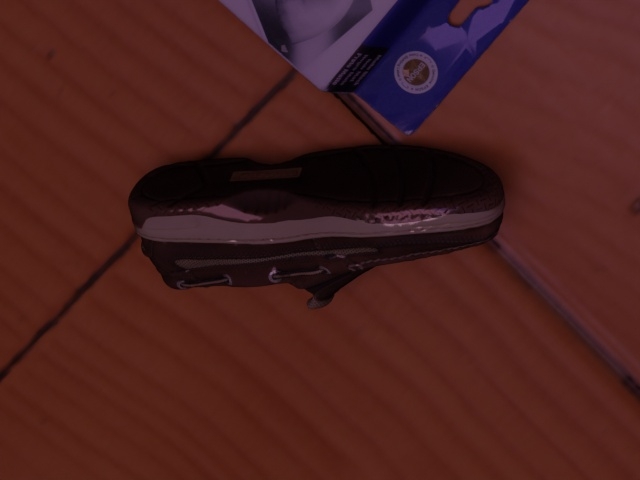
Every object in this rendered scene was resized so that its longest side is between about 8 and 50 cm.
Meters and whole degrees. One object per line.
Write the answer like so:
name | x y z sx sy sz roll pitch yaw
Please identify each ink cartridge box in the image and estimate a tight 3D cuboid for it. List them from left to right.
ink cartridge box | 0.035 -0.209 1.207 0.224 0.045 0.223 40 113 -1

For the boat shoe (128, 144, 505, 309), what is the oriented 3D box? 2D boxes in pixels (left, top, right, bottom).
boat shoe | 0.002 -0.004 1.270 0.257 0.095 0.095 1 122 21
